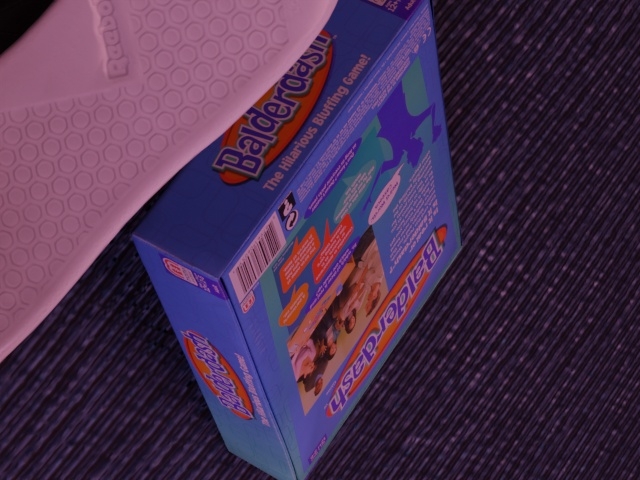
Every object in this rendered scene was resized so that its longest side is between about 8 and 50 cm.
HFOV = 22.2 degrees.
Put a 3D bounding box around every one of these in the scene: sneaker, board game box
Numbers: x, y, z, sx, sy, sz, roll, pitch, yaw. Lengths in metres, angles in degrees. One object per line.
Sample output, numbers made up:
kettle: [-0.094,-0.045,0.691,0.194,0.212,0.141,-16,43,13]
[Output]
sneaker: [-0.117,-0.035,0.629,0.296,0.147,0.104,-39,101,4]
board game box: [0.000,0.000,0.737,0.160,0.047,0.210,-54,155,-22]
